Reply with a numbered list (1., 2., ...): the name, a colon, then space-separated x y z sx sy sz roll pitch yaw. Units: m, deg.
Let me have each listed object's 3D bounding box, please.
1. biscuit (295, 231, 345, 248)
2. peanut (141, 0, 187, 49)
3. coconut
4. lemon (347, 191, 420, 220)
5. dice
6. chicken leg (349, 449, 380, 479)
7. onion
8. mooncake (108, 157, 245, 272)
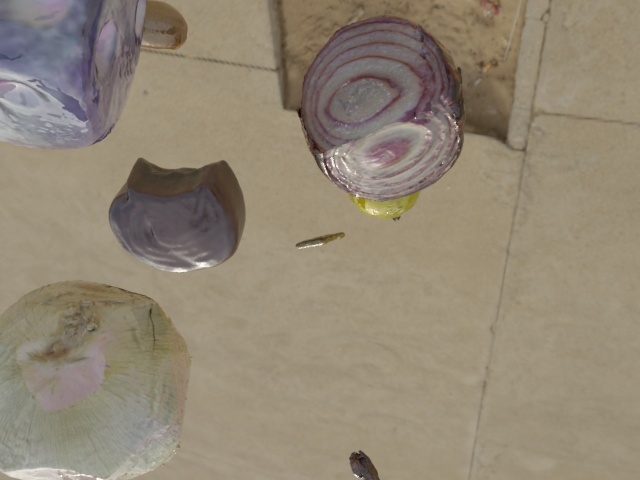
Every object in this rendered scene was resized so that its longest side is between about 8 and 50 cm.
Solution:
1. biscuit: 0.000 0.000 1.596 0.083 0.081 0.018 -11 94 38
2. peanut: -0.272 -0.329 1.131 0.152 0.076 0.076 2 154 -34
3. coconut: -0.320 0.197 1.010 0.297 0.297 0.254 22 162 -3
4. lemon: 0.134 -0.141 1.585 0.173 0.173 0.206 9 111 15
5. dice: -0.364 -0.279 0.887 0.270 0.270 0.271 11 165 -5
6. chicken leg: 0.070 0.356 1.126 0.021 0.036 0.083 -179 65 -82
7. onion: 0.085 -0.180 1.027 0.216 0.206 0.207 -18 150 8
8. mooncake: -0.346 -0.068 1.856 0.326 0.174 0.334 28 127 -10
